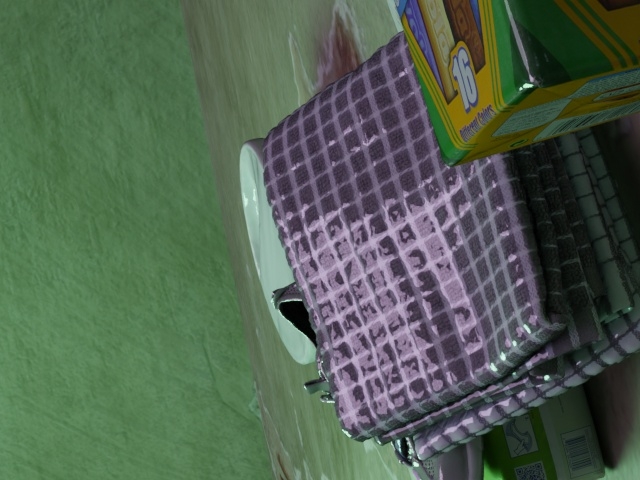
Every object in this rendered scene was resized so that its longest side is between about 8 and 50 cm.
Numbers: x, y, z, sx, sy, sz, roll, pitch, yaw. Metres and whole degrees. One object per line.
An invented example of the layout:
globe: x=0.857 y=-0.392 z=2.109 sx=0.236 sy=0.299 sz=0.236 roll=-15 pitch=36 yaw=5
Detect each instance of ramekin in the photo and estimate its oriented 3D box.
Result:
ramekin: x=0.000 y=0.000 z=1.716 sx=0.273 sy=0.127 sz=0.272 roll=165 pitch=90 yaw=-78

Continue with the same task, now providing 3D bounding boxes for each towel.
towel: x=0.085 y=-0.008 z=1.042 sx=0.235 sy=0.121 sz=0.283 roll=-32 pitch=63 yaw=36

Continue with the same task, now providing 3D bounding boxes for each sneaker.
sneaker: x=0.046 y=0.125 z=1.191 sx=0.281 sy=0.115 sz=0.105 roll=-122 pitch=24 yaw=-47

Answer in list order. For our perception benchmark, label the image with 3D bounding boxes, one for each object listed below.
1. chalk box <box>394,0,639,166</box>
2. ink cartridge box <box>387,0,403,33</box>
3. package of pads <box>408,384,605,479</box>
chalk box: x=0.125 y=-0.212 z=0.770 sx=0.179 sy=0.180 sz=0.289 roll=138 pitch=115 yaw=-77
ink cartridge box: x=0.096 y=-0.216 z=1.262 sx=0.232 sy=0.066 sz=0.189 roll=58 pitch=-178 yaw=-42
package of pads: x=0.133 y=0.108 z=1.288 sx=0.296 sy=0.101 sz=0.229 roll=150 pitch=105 yaw=-75
